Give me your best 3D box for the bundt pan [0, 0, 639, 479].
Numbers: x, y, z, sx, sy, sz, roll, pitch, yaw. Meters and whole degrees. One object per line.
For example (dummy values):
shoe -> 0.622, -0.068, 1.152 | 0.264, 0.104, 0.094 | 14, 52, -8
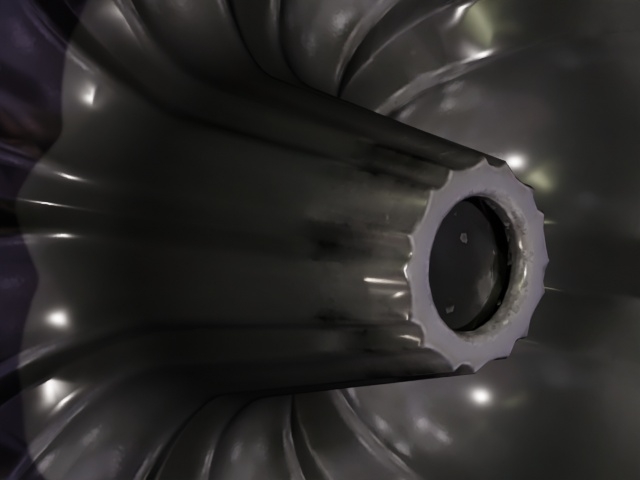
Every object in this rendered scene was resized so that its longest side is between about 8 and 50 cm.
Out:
bundt pan -> 0.000, 0.000, 0.488 | 0.124, 0.331, 0.331 | 8, -143, 47
